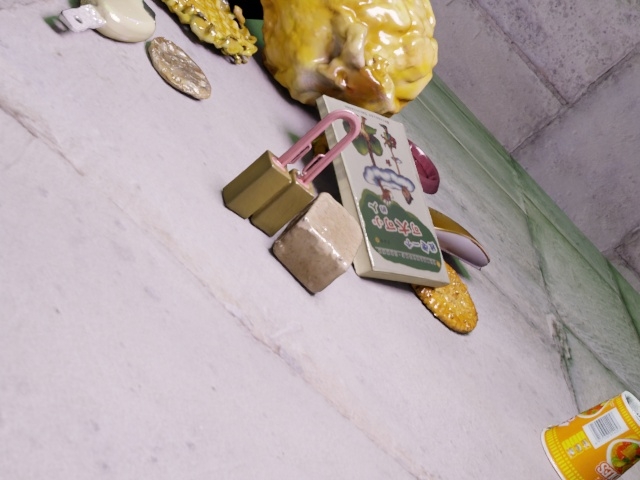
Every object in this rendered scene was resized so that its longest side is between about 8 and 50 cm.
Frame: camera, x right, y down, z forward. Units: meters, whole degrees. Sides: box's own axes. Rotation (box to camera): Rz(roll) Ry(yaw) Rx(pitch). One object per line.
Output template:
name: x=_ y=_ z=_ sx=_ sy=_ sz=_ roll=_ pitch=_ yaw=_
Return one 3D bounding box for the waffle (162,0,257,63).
waffle: x=-0.236 y=-0.470 z=1.768 sx=0.262 sy=0.060 sz=0.280 roll=50 pitch=21 yaw=0

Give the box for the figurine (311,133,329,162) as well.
figurine: x=0.037 y=-0.226 z=1.813 sx=0.121 sy=0.122 sz=0.176 roll=9 pitch=16 yaw=0

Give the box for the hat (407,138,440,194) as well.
hat: x=0.195 y=-0.171 z=2.074 sx=0.205 sy=0.089 sz=0.205 roll=35 pitch=26 yaw=-21

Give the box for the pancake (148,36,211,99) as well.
pancake: x=-0.242 y=-0.297 z=1.514 sx=0.139 sy=0.022 sz=0.139 roll=40 pitch=22 yaw=-20

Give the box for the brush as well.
brush: x=-0.031 y=-0.112 z=1.323 sx=0.103 sy=0.233 sz=0.047 roll=36 pitch=23 yaw=-34

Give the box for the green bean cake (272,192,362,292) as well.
green bean cake: x=0.000 y=0.000 z=1.403 sx=0.109 sy=0.085 sz=0.179 roll=46 pitch=22 yaw=-5

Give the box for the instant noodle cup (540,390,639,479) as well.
instant noodle cup: x=0.552 y=0.388 z=1.693 sx=0.168 sy=0.185 sz=0.168 roll=41 pitch=22 yaw=-21

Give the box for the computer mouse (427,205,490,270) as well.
computer mouse: x=0.268 y=-0.020 z=1.935 sx=0.310 sy=0.072 sz=0.158 roll=26 pitch=9 yaw=-48

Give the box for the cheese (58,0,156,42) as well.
cheese: x=-0.345 y=-0.359 z=1.378 sx=0.127 sy=0.054 sz=0.251 roll=47 pitch=22 yaw=-7

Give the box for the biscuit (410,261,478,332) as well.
biscuit: x=0.243 y=0.084 z=1.808 sx=0.254 sy=0.035 sz=0.254 roll=41 pitch=22 yaw=-20

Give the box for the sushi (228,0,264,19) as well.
sushi: x=-0.182 y=-0.657 z=1.956 sx=0.227 sy=0.212 sz=0.215 roll=73 pitch=34 yaw=-49

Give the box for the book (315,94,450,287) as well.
book: x=0.124 y=-0.094 z=1.688 sx=0.260 sy=0.043 sz=0.371 roll=10 pitch=59 yaw=-47

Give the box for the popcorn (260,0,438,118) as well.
popcorn: x=0.063 y=-0.445 z=1.893 sx=0.353 sy=0.344 sz=0.390 roll=-21 pitch=90 yaw=-28
